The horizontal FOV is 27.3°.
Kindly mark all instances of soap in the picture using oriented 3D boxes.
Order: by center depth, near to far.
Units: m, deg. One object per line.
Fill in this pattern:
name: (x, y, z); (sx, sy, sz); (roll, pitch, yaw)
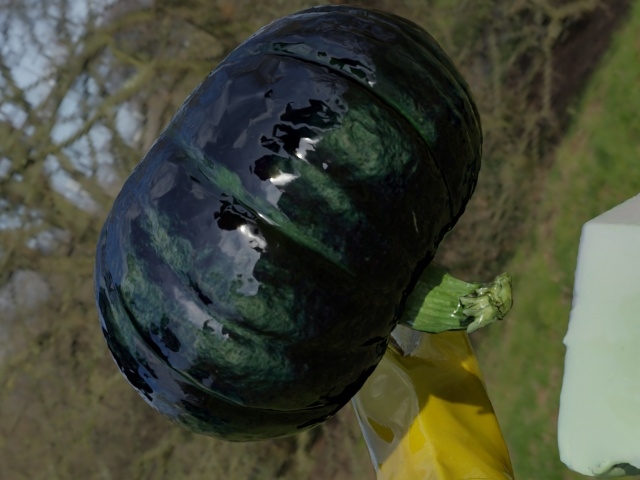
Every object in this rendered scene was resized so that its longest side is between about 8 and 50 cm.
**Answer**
soap: (0.390, 0.058, 1.006); (0.156, 0.446, 0.261); (9, 94, 51)

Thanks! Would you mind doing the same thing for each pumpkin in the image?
pumpkin: (-0.012, -0.007, 0.548); (0.194, 0.150, 0.194); (-31, 8, 5)

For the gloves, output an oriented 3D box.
gloves: (0.056, 0.108, 0.766); (0.294, 0.116, 0.133); (-105, 22, -63)
